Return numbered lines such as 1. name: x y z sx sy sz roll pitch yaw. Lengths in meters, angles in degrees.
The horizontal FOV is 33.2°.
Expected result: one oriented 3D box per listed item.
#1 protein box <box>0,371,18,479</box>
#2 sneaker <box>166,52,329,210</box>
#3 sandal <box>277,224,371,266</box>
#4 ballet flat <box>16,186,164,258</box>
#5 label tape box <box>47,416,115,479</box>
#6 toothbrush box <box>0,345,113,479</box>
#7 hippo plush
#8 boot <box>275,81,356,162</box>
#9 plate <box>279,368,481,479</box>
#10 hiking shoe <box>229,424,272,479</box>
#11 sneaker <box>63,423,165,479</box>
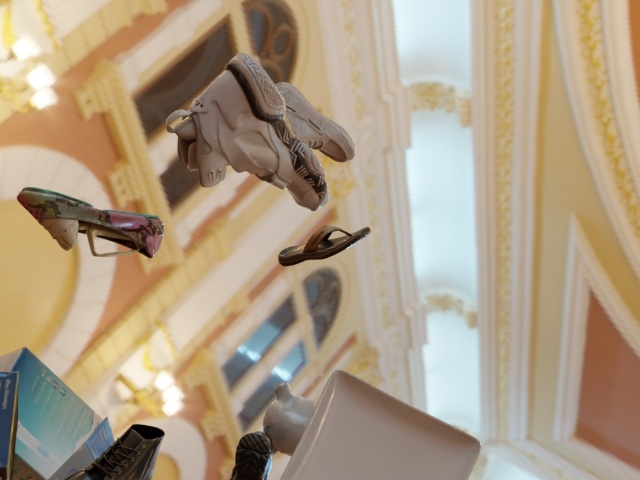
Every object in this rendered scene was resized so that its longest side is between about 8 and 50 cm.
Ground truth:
1. protein box: -0.596 0.325 1.728 0.201 0.200 0.136 3 -49 -13
2. sneaker: -0.135 -0.155 1.993 0.137 0.210 0.366 47 -9 49
3. sandal: 0.000 0.000 2.184 0.219 0.090 0.060 -12 -75 36
4. ballet flat: -0.336 -0.018 1.571 0.221 0.079 0.077 14 -18 -25
5. label tape box: -0.445 0.531 1.986 0.106 0.334 0.241 22 -41 26
6. toothbrush box: -0.612 0.409 2.291 0.126 0.216 0.295 -22 -57 32
7. hippo plush: 0.001 0.404 2.078 0.236 0.234 0.294 8 -7 6
8. boot: -0.032 -0.228 2.400 0.258 0.123 0.095 39 -39 -25
9. plate: 0.085 0.389 1.742 0.278 0.277 0.045 27 -21 1
10. hiking shoe: -0.130 0.453 1.966 0.086 0.227 0.114 22 7 12
11. sneaker: -0.356 0.376 1.799 0.083 0.222 0.118 30 -71 24
